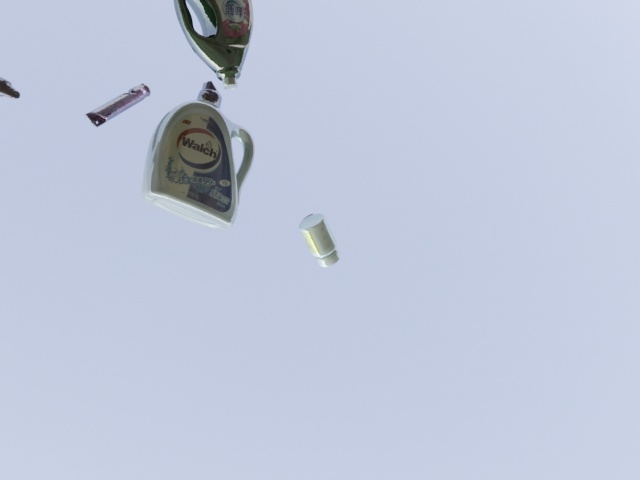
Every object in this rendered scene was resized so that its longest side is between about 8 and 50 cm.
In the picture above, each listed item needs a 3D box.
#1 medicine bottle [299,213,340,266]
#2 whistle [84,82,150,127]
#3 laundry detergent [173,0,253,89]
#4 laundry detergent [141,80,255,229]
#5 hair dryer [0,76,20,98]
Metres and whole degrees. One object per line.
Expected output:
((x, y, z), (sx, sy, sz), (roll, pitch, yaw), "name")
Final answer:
((0.000, 0.000, 1.080), (0.047, 0.047, 0.083), (-32, -62, -13), "medicine bottle")
((-0.407, -0.275, 1.316), (0.033, 0.033, 0.176), (49, -139, -9), "whistle")
((-0.170, -0.350, 1.060), (0.137, 0.063, 0.210), (-1, -99, -40), "laundry detergent")
((-0.231, -0.180, 1.300), (0.215, 0.105, 0.280), (24, -113, -31), "laundry detergent")
((-0.646, -0.334, 1.196), (0.248, 0.070, 0.114), (28, -91, 13), "hair dryer")
